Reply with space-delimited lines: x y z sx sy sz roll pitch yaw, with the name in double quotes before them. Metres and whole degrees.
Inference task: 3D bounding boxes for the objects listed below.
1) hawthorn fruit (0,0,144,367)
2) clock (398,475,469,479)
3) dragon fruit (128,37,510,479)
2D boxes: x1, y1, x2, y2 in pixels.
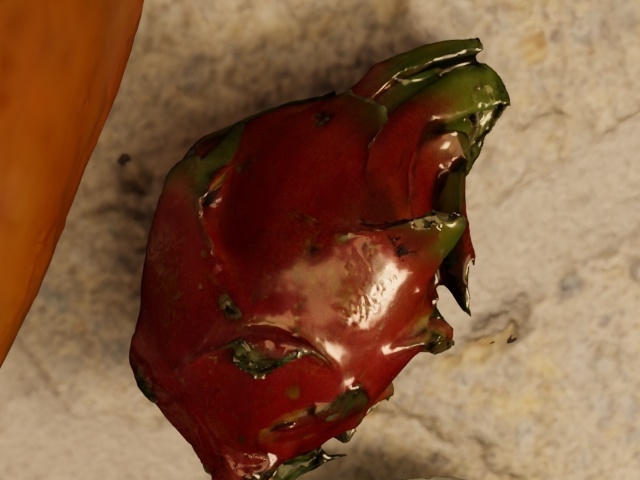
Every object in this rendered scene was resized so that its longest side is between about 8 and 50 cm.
"hawthorn fruit" -0.312 -0.073 0.760 0.471 0.472 0.472 -7 114 -15
"clock" 0.044 0.248 1.231 0.236 0.053 0.236 -8 116 -15
"dragon fruit" 0.012 0.016 1.061 0.269 0.198 0.200 -26 107 -22
